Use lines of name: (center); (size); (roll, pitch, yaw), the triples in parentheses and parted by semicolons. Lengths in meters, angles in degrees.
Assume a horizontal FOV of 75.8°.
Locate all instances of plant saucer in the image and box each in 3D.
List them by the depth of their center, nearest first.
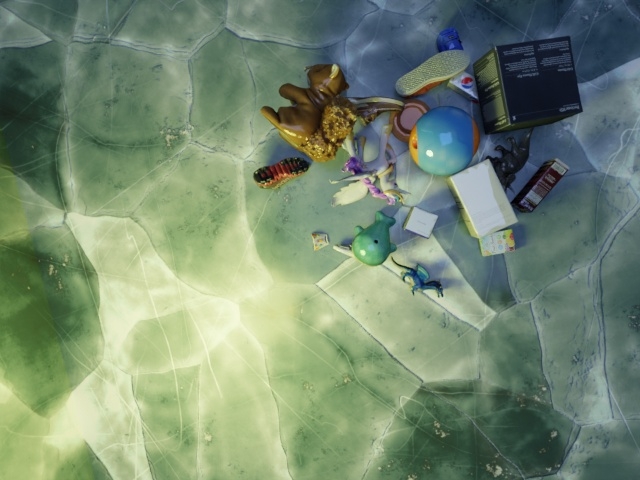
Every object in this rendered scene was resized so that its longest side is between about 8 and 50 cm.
plant saucer: (0.415, -0.551, 1.884); (0.200, 0.037, 0.200); (0, 93, 8)

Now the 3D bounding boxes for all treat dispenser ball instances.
treat dispenser ball: (0.523, -0.422, 1.750); (0.288, 0.288, 0.288); (1, 94, 8)

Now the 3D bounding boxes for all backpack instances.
backpack: (0.571, -0.870, 1.809); (0.098, 0.101, 0.120); (-17, 87, 3)

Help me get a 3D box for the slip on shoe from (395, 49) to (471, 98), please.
slip on shoe: (0.492, -0.727, 1.810); (0.331, 0.101, 0.123); (-23, 79, 20)

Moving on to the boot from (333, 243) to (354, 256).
boot: (0.161, 0.036, 1.952); (0.190, 0.069, 0.086); (21, 90, -2)

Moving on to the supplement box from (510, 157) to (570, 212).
supplement box: (0.945, -0.234, 1.780); (0.073, 0.130, 0.239); (39, 99, 4)

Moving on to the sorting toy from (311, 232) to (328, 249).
sorting toy: (0.000, 0.000, 1.986); (0.075, 0.045, 0.083); (-13, 92, -10)

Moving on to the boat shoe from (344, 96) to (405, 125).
boat shoe: (0.211, -0.586, 1.877); (0.342, 0.123, 0.123); (4, 102, 12)

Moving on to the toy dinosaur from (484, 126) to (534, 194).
toy dinosaur: (0.838, -0.352, 1.812); (0.160, 0.121, 0.313); (38, 85, -13)

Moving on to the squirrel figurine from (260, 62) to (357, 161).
squirrel figurine: (0.008, -0.555, 1.758); (0.397, 0.281, 0.370); (41, 92, 23)

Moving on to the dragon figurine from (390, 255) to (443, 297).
dragon figurine: (0.449, 0.158, 1.902); (0.144, 0.085, 0.289); (-36, 89, 9)

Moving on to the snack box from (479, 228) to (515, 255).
snack box: (0.800, 0.010, 1.864); (0.141, 0.037, 0.100); (-11, 91, 9)

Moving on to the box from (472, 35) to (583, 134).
box: (0.848, -0.631, 1.698); (0.343, 0.179, 0.313); (-11, 91, -9)

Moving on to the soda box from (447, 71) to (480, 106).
soda box: (0.675, -0.670, 1.822); (0.216, 0.069, 0.074); (34, 97, 4)

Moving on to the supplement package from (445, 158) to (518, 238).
supplement package: (0.696, -0.180, 1.797); (0.177, 0.175, 0.293); (-25, 90, 11)

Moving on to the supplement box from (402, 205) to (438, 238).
supplement box: (0.437, -0.081, 1.820); (0.111, 0.220, 0.114); (23, 95, 6)

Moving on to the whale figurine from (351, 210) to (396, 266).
whale figurine: (0.256, -0.016, 1.865); (0.216, 0.141, 0.272); (29, 72, 3)

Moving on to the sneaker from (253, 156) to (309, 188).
sneaker: (-0.188, -0.316, 1.962); (0.276, 0.135, 0.098); (-21, 78, -14)

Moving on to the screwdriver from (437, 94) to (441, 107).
screwdriver: (0.553, -0.585, 1.875); (0.024, 0.025, 0.170); (-15, 83, 10)

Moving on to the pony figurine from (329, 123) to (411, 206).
pony figurine: (0.203, -0.312, 1.838); (0.351, 0.303, 0.364); (-9, 77, 0)
